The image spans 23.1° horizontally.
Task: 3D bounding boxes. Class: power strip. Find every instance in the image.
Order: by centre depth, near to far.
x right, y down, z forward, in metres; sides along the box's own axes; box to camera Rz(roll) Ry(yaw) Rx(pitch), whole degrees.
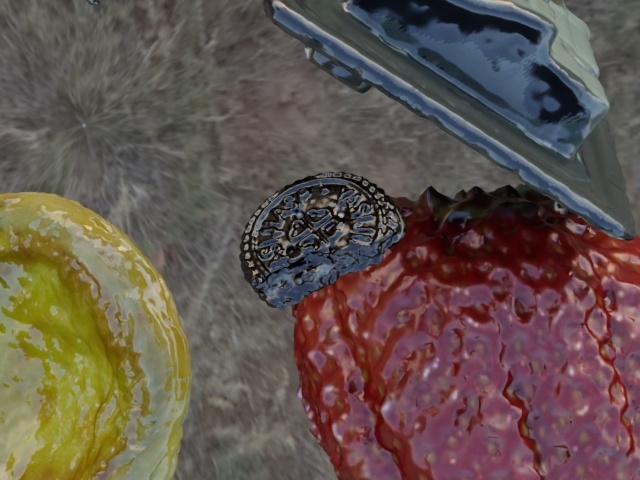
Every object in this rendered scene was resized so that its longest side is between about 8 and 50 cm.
[{"bbox_3d":[0.090,-0.133,0.952,0.251,0.257,0.092,25,117,-10],"label":"power strip"}]

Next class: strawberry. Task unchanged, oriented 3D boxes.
[{"bbox_3d":[0.112,0.103,1.016,0.238,0.250,0.288,8,61,-33],"label":"strawberry"}]

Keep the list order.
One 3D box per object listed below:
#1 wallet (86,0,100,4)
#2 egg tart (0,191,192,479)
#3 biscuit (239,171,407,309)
[{"bbox_3d":[-0.116,-0.294,1.070,0.169,0.317,0.044,41,43,-24],"label":"wallet"},{"bbox_3d":[-0.224,0.116,1.313,0.319,0.128,0.319,0,90,25],"label":"egg tart"},{"bbox_3d":[0.000,0.000,0.849,0.087,0.027,0.089,13,57,28],"label":"biscuit"}]
